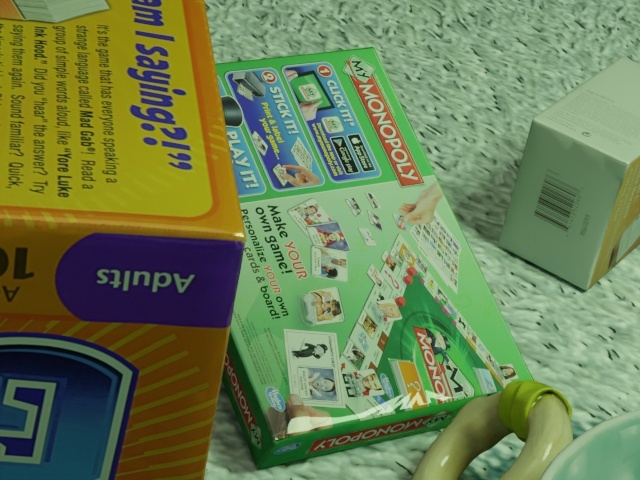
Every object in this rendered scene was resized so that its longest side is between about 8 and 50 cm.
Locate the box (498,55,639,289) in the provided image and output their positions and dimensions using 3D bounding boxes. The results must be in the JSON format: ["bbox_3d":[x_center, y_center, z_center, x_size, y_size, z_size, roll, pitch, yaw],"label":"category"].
[{"bbox_3d":[0.242,-0.060,1.363,0.091,0.130,0.170,29,38,24],"label":"box"}]

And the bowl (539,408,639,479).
[{"bbox_3d":[0.247,0.249,0.893,0.312,0.163,0.311,8,35,-6],"label":"bowl"}]

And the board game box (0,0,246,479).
[{"bbox_3d":[-0.256,0.027,0.894,0.356,0.356,0.356,3,35,-12],"label":"board game box"}]

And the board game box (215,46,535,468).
[{"bbox_3d":[0.000,0.000,1.187,0.214,0.046,0.317,-8,60,-27],"label":"board game box"}]

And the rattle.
[{"bbox_3d":[0.117,0.200,1.044,0.130,0.142,0.199,-6,40,34],"label":"rattle"}]
